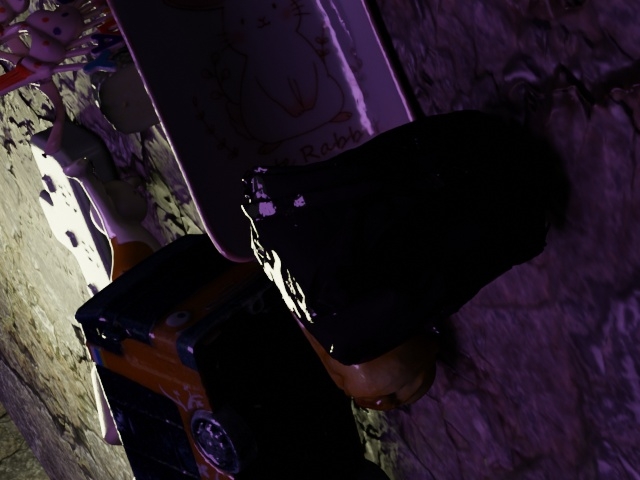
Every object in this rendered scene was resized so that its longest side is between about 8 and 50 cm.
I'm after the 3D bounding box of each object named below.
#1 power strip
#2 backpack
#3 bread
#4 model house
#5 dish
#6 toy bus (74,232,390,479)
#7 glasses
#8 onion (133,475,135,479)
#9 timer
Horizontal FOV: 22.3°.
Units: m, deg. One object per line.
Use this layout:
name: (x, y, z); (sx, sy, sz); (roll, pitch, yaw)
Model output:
power strip: (-0.265, -0.013, 1.875); (0.194, 0.059, 0.265); (31, 144, 56)
backpack: (0.048, -0.003, 0.920); (0.106, 0.165, 0.120); (89, 156, -46)
bread: (0.000, 0.000, 1.173); (0.269, 0.087, 0.098); (60, 158, 3)
model house: (-0.179, -0.152, 1.487); (0.078, 0.066, 0.083); (66, -179, -45)
dish: (-0.033, -0.109, 1.043); (0.077, 0.151, 0.212); (-101, -11, -77)
toy bus: (-0.070, 0.163, 1.405); (0.194, 0.162, 0.323); (15, 131, 43)
glasses: (-0.242, -0.181, 1.465); (0.255, 0.162, 0.095); (45, 175, 47)
onion: (-0.145, 0.367, 1.993); (0.283, 0.120, 0.227); (65, 166, -9)
timer: (-0.173, 0.049, 1.606); (0.175, 0.175, 0.266); (126, 124, -69)
